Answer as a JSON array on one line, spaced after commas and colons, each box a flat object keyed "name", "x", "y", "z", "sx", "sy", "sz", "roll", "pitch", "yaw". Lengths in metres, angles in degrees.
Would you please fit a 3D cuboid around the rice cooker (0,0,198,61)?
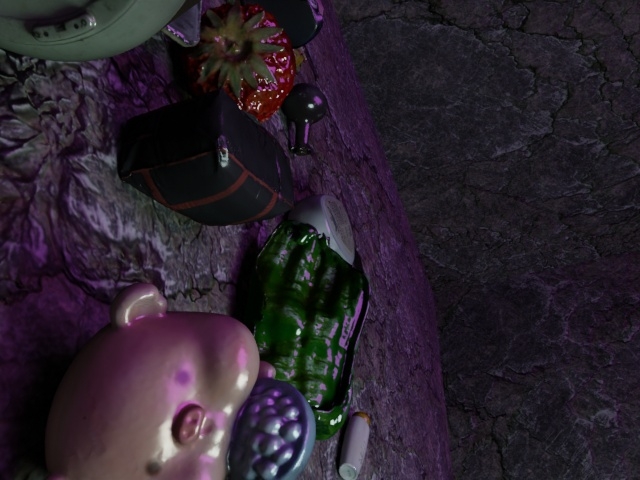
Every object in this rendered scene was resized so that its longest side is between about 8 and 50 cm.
[{"name": "rice cooker", "x": -0.214, "y": -0.354, "z": 0.485, "sx": 0.325, "sy": 0.335, "sz": 0.335, "roll": -81, "pitch": 151, "yaw": -54}]

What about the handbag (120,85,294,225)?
[{"name": "handbag", "x": -0.151, "y": -0.104, "z": 0.724, "sx": 0.215, "sy": 0.169, "sz": 0.155, "roll": 38, "pitch": 44, "yaw": -60}]

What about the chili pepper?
[{"name": "chili pepper", "x": -0.032, "y": 0.149, "z": 0.893, "sx": 0.167, "sy": 0.213, "sz": 0.385, "roll": 123, "pitch": -25, "yaw": -51}]

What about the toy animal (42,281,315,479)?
[{"name": "toy animal", "x": -0.139, "y": 0.171, "z": 0.522, "sx": 0.221, "sy": 0.229, "sz": 0.210, "roll": 147, "pitch": -43, "yaw": -66}]

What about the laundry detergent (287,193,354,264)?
[{"name": "laundry detergent", "x": 0.000, "y": 0.000, "z": 1.221, "sx": 0.280, "sy": 0.105, "sz": 0.215, "roll": -30, "pitch": 107, "yaw": -74}]

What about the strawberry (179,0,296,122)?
[{"name": "strawberry", "x": -0.144, "y": -0.294, "z": 0.942, "sx": 0.244, "sy": 0.205, "sz": 0.205, "roll": 120, "pitch": -42, "yaw": -81}]

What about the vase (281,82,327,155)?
[{"name": "vase", "x": -0.045, "y": -0.310, "z": 1.348, "sx": 0.120, "sy": 0.120, "sz": 0.183, "roll": 28, "pitch": 64, "yaw": -67}]

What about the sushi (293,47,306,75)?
[{"name": "sushi", "x": -0.094, "y": -0.486, "z": 1.336, "sx": 0.226, "sy": 0.097, "sz": 0.103, "roll": -33, "pitch": 108, "yaw": -71}]

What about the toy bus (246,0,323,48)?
[{"name": "toy bus", "x": -0.114, "y": -0.599, "z": 1.196, "sx": 0.302, "sy": 0.127, "sz": 0.147, "roll": 44, "pitch": 34, "yaw": -28}]

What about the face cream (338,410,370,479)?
[{"name": "face cream", "x": 0.079, "y": 0.463, "z": 1.182, "sx": 0.182, "sy": 0.051, "sz": 0.072, "roll": -56, "pitch": 128, "yaw": -66}]

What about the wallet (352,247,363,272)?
[{"name": "wallet", "x": 0.099, "y": 0.087, "z": 1.568, "sx": 0.245, "sy": 0.052, "sz": 0.169, "roll": 51, "pitch": 29, "yaw": -63}]

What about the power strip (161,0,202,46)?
[{"name": "power strip", "x": -0.247, "y": -0.420, "z": 0.766, "sx": 0.198, "sy": 0.064, "sz": 0.213, "roll": 24, "pitch": 50, "yaw": -45}]
